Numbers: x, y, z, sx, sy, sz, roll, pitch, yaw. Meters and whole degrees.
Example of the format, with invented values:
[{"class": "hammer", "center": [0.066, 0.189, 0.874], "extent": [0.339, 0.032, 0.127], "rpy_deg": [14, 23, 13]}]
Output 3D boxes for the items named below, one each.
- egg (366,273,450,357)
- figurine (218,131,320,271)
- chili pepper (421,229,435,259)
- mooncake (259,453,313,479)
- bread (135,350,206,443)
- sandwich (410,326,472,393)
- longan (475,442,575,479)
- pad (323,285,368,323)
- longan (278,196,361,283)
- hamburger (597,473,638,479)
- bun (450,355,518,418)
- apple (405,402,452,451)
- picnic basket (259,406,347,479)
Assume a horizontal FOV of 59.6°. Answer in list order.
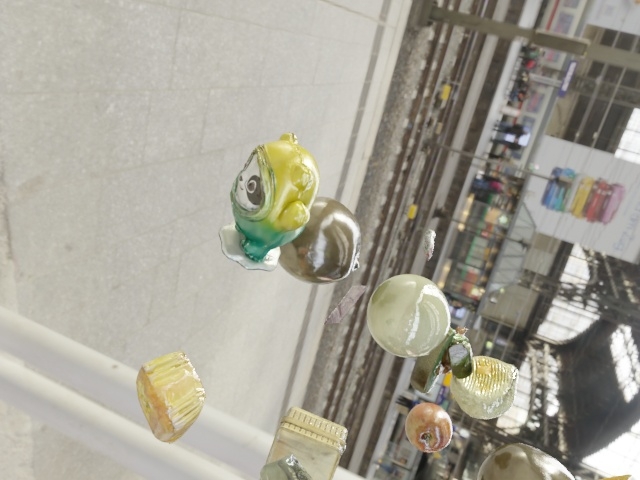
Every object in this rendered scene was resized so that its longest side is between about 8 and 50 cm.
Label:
[{"class": "egg", "center": [0.230, 0.198, 1.468], "extent": [0.269, 0.219, 0.219], "rpy_deg": [83, 27, -89]}, {"class": "figurine", "center": [-0.120, -0.102, 1.446], "extent": [0.340, 0.231, 0.324], "rpy_deg": [-57, -142, 37]}, {"class": "chili pepper", "center": [0.384, 0.008, 1.993], "extent": [0.153, 0.041, 0.050], "rpy_deg": [-69, 172, -46]}, {"class": "mooncake", "center": [-0.045, 0.700, 1.413], "extent": [0.136, 0.250, 0.255], "rpy_deg": [-21, 118, -23]}, {"class": "bread", "center": [-0.318, 0.336, 1.189], "extent": [0.119, 0.153, 0.288], "rpy_deg": [-26, 166, -26]}, {"class": "sandwich", "center": [0.440, 0.395, 1.880], "extent": [0.301, 0.162, 0.251], "rpy_deg": [0, 117, -58]}, {"class": "longan", "center": [0.466, 0.586, 1.271], "extent": [0.215, 0.246, 0.246], "rpy_deg": [-25, 152, -10]}, {"class": "pad", "center": [0.092, 0.233, 2.032], "extent": [0.113, 0.006, 0.188], "rpy_deg": [6, 124, -55]}, {"class": "longan", "center": [0.000, 0.000, 1.779], "extent": [0.350, 0.288, 0.289], "rpy_deg": [-19, 128, -62]}, {"class": "hamburger", "center": [0.848, 0.797, 1.642], "extent": [0.295, 0.152, 0.227], "rpy_deg": [-1, 149, -39]}, {"class": "bun", "center": [0.566, 0.513, 1.903], "extent": [0.244, 0.243, 0.153], "rpy_deg": [-52, 132, -50]}, {"class": "apple", "center": [0.434, 0.753, 2.245], "extent": [0.174, 0.188, 0.188], "rpy_deg": [-34, 142, -72]}, {"class": "picnic basket", "center": [-0.059, 0.725, 1.824], "extent": [0.175, 0.227, 0.313], "rpy_deg": [-41, 150, -77]}]
